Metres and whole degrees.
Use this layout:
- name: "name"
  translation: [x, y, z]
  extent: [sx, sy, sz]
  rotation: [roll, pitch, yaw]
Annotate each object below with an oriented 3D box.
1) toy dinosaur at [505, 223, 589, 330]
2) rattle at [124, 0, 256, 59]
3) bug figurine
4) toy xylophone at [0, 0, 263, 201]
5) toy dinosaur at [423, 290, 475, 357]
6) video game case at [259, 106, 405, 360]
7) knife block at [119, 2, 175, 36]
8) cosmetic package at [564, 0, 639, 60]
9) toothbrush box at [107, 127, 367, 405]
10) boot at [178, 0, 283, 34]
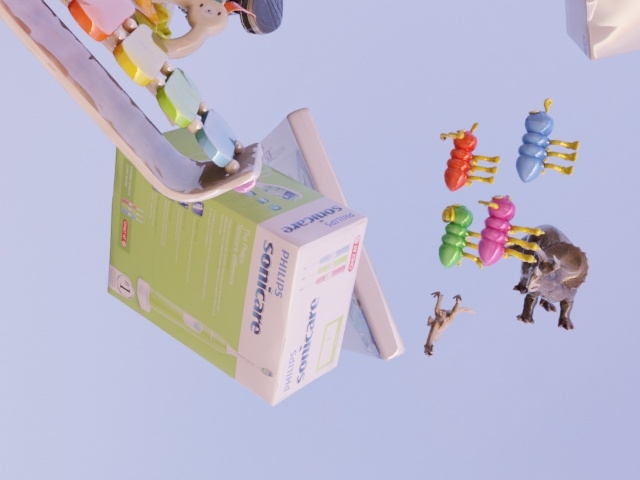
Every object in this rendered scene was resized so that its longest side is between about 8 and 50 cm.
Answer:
- name: "toy dinosaur"
  translation: [0.374, 0.043, 1.516]
  extent: [0.313, 0.121, 0.160]
  rotation: [-69, 172, -68]
- name: "rattle"
  translation: [-0.182, -0.347, 1.311]
  extent: [0.143, 0.199, 0.130]
  rotation: [96, -25, -50]
- name: "bug figurine"
  translation: [0.220, -0.067, 1.213]
  extent: [0.279, 0.072, 0.216]
  rotation: [176, -72, -71]
- name: "toy xylophone"
  translation: [-0.182, -0.174, 0.865]
  extent: [0.081, 0.323, 0.236]
  rotation: [-37, -155, 11]
- name: "toy dinosaur"
  translation: [0.223, 0.137, 1.668]
  extent: [0.053, 0.183, 0.093]
  rotation: [21, -54, 27]
- name: "video game case"
  translation: [0.000, 0.000, 1.278]
  extent: [0.329, 0.036, 0.300]
  rotation: [68, -13, -2]
- name: "knife block"
  translation: [-0.298, -0.493, 1.699]
  extent: [0.275, 0.088, 0.242]
  rotation: [166, -54, -84]
- name: "cosmetic package"
  translation: [0.395, -0.295, 1.031]
  extent: [0.237, 0.127, 0.107]
  rotation: [-9, -149, 4]
- name: "toothbrush box"
  translation: [-0.106, 0.020, 1.065]
  extent: [0.283, 0.122, 0.206]
  rotation: [29, -56, 31]
- name: "boot"
  translation: [-0.156, -0.396, 1.565]
  extent: [0.178, 0.085, 0.236]
  rotation: [-12, -143, 16]
